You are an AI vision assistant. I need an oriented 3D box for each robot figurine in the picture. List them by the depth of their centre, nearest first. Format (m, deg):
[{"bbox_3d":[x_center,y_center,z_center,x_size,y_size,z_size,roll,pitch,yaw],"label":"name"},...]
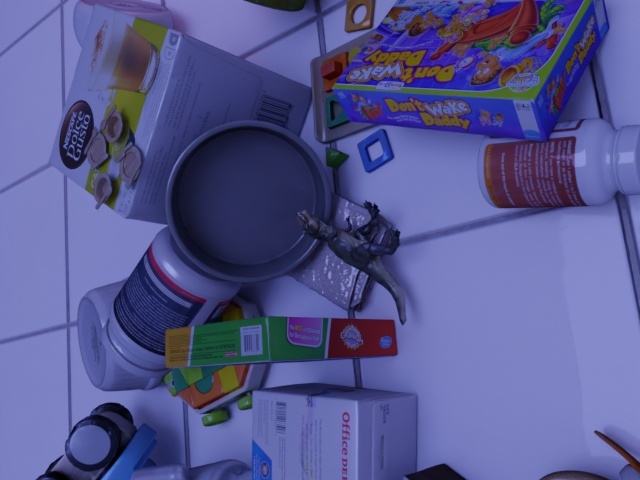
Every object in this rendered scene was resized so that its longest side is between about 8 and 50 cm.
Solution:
[{"bbox_3d":[-0.238,0.541,1.286,0.353,0.200,0.300,-20,110,24],"label":"robot figurine"}]

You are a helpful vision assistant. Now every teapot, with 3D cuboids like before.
[{"bbox_3d":[-0.481,-0.483,1.643,0.252,0.256,0.187,22,120,25],"label":"teapot"}]

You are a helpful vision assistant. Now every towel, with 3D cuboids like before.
[{"bbox_3d":[0.000,0.000,1.271,0.282,0.049,0.187,26,101,40],"label":"towel"}]

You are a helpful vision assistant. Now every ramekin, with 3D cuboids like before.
[{"bbox_3d":[-0.466,0.222,1.544,0.272,0.127,0.273,13,106,53],"label":"ramekin"}]

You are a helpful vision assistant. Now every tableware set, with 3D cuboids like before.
[{"bbox_3d":[-0.370,-0.146,1.179,0.141,0.020,0.169,-40,62,32],"label":"tableware set"}]

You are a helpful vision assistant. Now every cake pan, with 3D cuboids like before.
[{"bbox_3d":[-0.128,-0.070,1.204,0.054,0.293,0.293,-122,52,-71],"label":"cake pan"}]

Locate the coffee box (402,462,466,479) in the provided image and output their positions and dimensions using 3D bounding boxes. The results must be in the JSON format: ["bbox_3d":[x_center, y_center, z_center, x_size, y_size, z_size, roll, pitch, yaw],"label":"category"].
[{"bbox_3d":[0.165,0.519,1.017,0.168,0.118,0.297,31,105,40],"label":"coffee box"}]

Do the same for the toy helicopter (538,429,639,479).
[{"bbox_3d":[0.428,0.388,0.829,0.354,0.140,0.235,13,84,30],"label":"toy helicopter"}]

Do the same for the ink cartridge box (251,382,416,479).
[{"bbox_3d":[0.023,0.338,1.129,0.232,0.168,0.171,-4,83,40],"label":"ink cartridge box"}]

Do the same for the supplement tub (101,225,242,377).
[{"bbox_3d":[-0.295,0.121,1.325,0.272,0.191,0.191,-51,56,24],"label":"supplement tub"}]

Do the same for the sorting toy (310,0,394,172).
[{"bbox_3d":[0.055,-0.295,1.261,0.195,0.047,0.348,-12,76,39],"label":"sorting toy"}]

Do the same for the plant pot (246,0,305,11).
[{"bbox_3d":[-0.093,-0.643,1.269,0.366,0.366,0.353,41,123,36],"label":"plant pot"}]

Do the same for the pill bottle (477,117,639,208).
[{"bbox_3d":[0.342,-0.106,0.942,0.216,0.121,0.121,1,85,41],"label":"pill bottle"}]

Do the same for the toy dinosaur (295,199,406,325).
[{"bbox_3d":[0.079,0.010,1.144,0.268,0.064,0.118,42,114,21],"label":"toy dinosaur"}]

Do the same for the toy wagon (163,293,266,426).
[{"bbox_3d":[-0.246,0.257,1.437,0.344,0.068,0.267,-32,65,33],"label":"toy wagon"}]

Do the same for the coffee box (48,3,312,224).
[{"bbox_3d":[-0.285,-0.232,1.352,0.334,0.338,0.338,30,104,39],"label":"coffee box"}]

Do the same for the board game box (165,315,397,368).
[{"bbox_3d":[-0.060,0.172,1.124,0.242,0.316,0.064,-12,76,39],"label":"board game box"}]

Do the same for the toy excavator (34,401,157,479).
[{"bbox_3d":[-0.432,0.642,1.451,0.445,0.222,0.433,37,82,-2],"label":"toy excavator"}]

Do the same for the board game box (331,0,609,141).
[{"bbox_3d":[0.220,-0.276,1.025,0.347,0.078,0.233,14,62,40],"label":"board game box"}]
